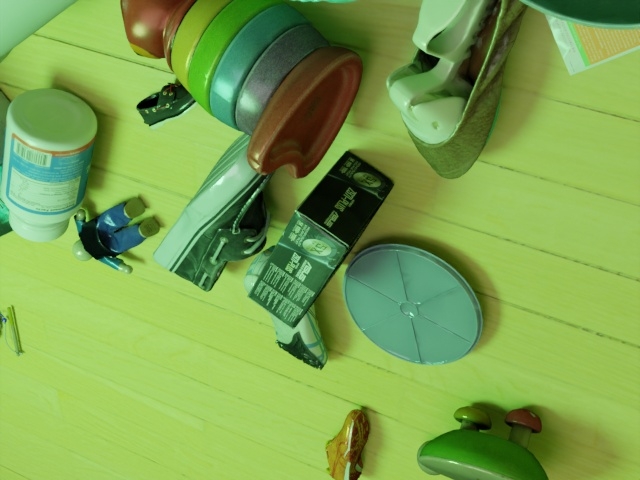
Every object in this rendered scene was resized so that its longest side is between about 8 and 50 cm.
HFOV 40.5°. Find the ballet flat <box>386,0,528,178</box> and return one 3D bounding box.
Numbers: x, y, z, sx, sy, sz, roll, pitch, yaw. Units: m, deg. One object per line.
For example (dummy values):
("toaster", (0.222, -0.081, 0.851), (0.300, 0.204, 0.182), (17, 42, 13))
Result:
("ballet flat", (0.136, -0.193, 0.874), (0.116, 0.124, 0.342), (47, 140, 26))

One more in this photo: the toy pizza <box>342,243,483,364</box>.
("toy pizza", (0.124, 0.084, 1.168), (0.201, 0.032, 0.201), (17, 130, 21))

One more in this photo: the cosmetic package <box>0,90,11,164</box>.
("cosmetic package", (-0.637, -0.213, 1.223), (0.097, 0.284, 0.377), (-25, 108, 41))

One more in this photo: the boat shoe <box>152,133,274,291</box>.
("boat shoe", (-0.121, -0.032, 1.185), (0.119, 0.121, 0.335), (35, 146, -8))

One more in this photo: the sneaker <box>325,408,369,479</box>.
("sneaker", (0.036, 0.332, 1.394), (0.067, 0.064, 0.175), (29, 132, 23))

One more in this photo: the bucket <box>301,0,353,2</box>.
("bucket", (0.012, -0.360, 0.786), (0.281, 0.183, 0.281), (16, 131, 20))

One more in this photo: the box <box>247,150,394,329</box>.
("box", (0.000, 0.000, 1.097), (0.077, 0.147, 0.180), (35, 134, 3))

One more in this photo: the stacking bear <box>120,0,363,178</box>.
("stacking bear", (-0.110, -0.219, 0.994), (0.289, 0.175, 0.164), (37, 103, 15))

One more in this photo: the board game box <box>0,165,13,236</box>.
("board game box", (-0.548, -0.071, 1.459), (0.186, 0.026, 0.126), (-18, 112, 39))

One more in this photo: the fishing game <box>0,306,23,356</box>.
("fishing game", (-0.711, 0.134, 1.709), (0.263, 0.041, 0.189), (12, 130, 13))

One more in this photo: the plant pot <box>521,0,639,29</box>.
("plant pot", (0.249, -0.335, 0.653), (0.290, 0.195, 0.290), (16, 131, 20))

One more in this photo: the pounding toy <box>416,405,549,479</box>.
("pounding toy", (0.237, 0.291, 1.230), (0.182, 0.110, 0.237), (18, 162, 4))

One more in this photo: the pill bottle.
("pill bottle", (-0.405, -0.104, 1.280), (0.124, 0.124, 0.222), (32, 135, 5))

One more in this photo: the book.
("book", (0.290, -0.229, 0.826), (0.144, 0.035, 0.096), (-17, 110, 39))

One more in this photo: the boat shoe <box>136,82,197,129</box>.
("boat shoe", (-0.194, -0.184, 1.141), (0.133, 0.049, 0.042), (-15, 123, 43))

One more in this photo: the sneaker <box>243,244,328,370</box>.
("sneaker", (-0.034, 0.104, 1.253), (0.085, 0.086, 0.237), (19, 148, 38))

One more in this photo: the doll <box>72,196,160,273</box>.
("doll", (-0.333, -0.002, 1.368), (0.189, 0.046, 0.129), (-21, 110, 40))

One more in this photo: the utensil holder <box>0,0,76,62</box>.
("utensil holder", (-0.363, -0.375, 0.907), (0.385, 0.328, 0.328), (-17, 114, 37))
